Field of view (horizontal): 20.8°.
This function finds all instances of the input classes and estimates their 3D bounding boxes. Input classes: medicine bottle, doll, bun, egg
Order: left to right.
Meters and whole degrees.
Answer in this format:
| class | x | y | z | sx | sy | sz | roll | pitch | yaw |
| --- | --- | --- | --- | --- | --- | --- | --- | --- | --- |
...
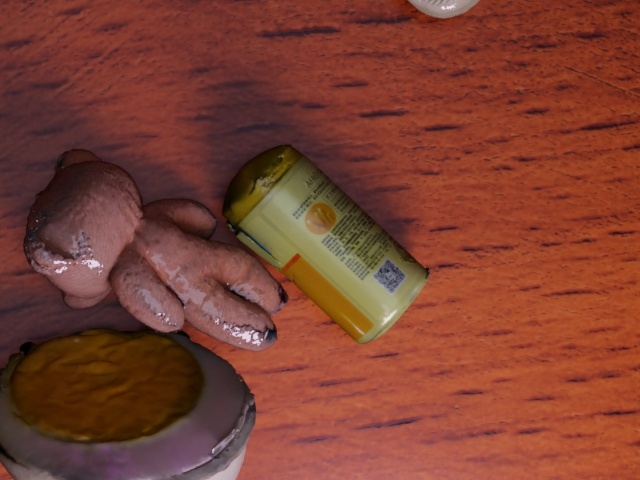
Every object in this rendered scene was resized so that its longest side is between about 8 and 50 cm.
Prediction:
| class | x | y | z | sx | sy | sz | roll | pitch | yaw |
| --- | --- | --- | --- | --- | --- | --- | --- | --- | --- |
| egg | -0.219 | 0.225 | 1.858 | 0.286 | 0.264 | 0.174 | 3 | 124 | -8 |
| doll | -0.190 | 0.039 | 1.908 | 0.303 | 0.201 | 0.156 | 32 | 126 | -12 |
| medicine bottle | 0.000 | 0.000 | 1.934 | 0.239 | 0.124 | 0.124 | 41 | 84 | -2 |
| bun | 0.140 | -0.311 | 1.986 | 0.115 | 0.069 | 0.115 | 1 | 92 | 13 |
